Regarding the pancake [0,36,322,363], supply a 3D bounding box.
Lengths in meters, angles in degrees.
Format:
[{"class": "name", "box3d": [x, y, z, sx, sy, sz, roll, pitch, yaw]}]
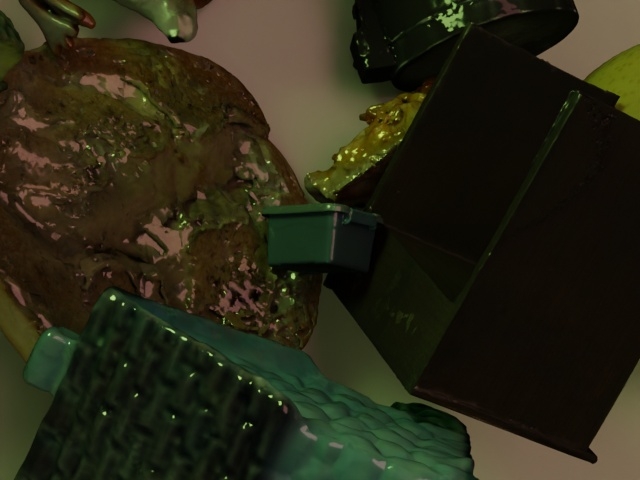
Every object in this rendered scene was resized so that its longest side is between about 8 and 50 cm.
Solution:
[{"class": "pancake", "box3d": [-0.154, -0.014, 1.439, 0.387, 0.082, 0.387, 21, 56, -34]}]

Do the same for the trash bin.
[{"class": "trash bin", "box3d": [0.117, -0.327, 1.682, 0.252, 0.203, 0.301, -17, 80, -5]}]

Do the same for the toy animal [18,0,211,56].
[{"class": "toy animal", "box3d": [-0.207, -0.312, 1.475, 0.284, 0.225, 0.302, 25, 54, -4]}]

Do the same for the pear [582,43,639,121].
[{"class": "pear", "box3d": [0.379, -0.037, 1.673, 0.348, 0.348, 0.348, 14, 64, -30]}]

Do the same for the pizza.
[{"class": "pizza", "box3d": [0.115, -0.116, 1.615, 0.305, 0.161, 0.085, -24, 69, -23]}]

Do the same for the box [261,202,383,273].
[{"class": "box", "box3d": [0.000, 0.000, 1.463, 0.074, 0.099, 0.054, 11, 80, -46]}]

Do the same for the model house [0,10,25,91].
[{"class": "model house", "box3d": [-0.412, -0.205, 1.229, 0.321, 0.261, 0.266, -8, 74, -43]}]

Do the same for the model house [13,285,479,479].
[{"class": "model house", "box3d": [-0.106, 0.243, 1.262, 0.339, 0.297, 0.360, 25, 97, 0]}]

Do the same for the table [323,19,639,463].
[{"class": "table", "box3d": [0.180, -0.005, 1.440, 0.196, 0.250, 0.282, 23, 101, -24]}]
